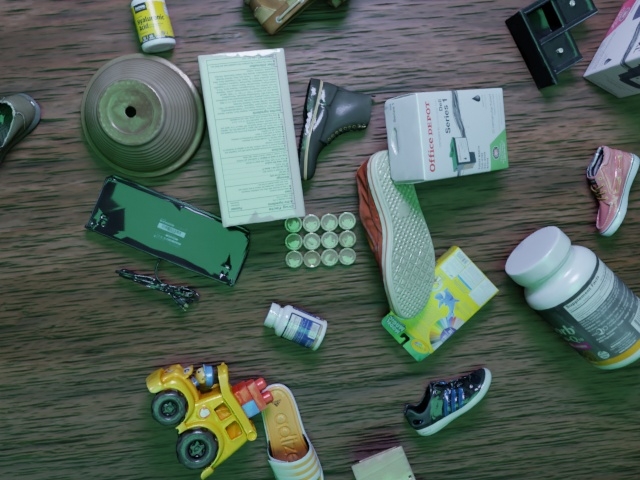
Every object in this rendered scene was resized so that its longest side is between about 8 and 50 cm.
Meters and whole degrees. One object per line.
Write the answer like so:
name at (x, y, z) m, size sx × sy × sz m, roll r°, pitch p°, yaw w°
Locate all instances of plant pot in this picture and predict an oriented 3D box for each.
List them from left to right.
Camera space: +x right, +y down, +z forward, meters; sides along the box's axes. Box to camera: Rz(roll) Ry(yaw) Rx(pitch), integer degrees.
plant pot at (-0.340, -0.236, 1.024) m, size 0.237 × 0.110 × 0.237 m, roll -1°, pitch 98°, yaw -4°

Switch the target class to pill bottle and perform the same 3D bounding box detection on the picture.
pill bottle at (-0.318, -0.419, 1.024) m, size 0.065 × 0.065 × 0.116 m, roll -14°, pitch 97°, yaw -1°
pill bottle at (-0.053, 0.173, 1.112) m, size 0.120 × 0.067 × 0.067 m, roll 24°, pitch 95°, yaw -6°
pill bottle at (0.515, 0.112, 1.089) m, size 0.278 × 0.162 × 0.162 m, roll 42°, pitch 93°, yaw -7°

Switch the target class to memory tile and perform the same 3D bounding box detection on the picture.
memory tile at (0.000, 0.000, 1.118) m, size 0.148 × 0.012 × 0.113 m, roll -3°, pitch 101°, yaw -4°

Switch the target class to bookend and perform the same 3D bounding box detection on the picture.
bookend at (0.475, -0.407, 1.066) m, size 0.156 × 0.072 × 0.157 m, roll -29°, pitch 98°, yaw 0°

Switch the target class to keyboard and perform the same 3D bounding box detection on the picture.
keyboard at (-0.313, 0.015, 1.097) m, size 0.317 × 0.033 × 0.201 m, roll 23°, pitch 89°, yaw -5°

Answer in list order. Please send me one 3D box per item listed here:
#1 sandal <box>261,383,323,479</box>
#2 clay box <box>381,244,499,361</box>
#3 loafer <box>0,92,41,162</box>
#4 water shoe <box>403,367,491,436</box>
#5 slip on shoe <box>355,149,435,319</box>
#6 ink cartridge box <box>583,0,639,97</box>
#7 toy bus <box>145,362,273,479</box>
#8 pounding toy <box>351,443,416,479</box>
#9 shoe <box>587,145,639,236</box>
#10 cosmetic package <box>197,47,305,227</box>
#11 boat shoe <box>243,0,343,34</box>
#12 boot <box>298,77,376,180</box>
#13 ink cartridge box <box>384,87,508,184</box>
sandal at (-0.070, 0.435, 1.139) m, size 0.102 × 0.076 × 0.265 m, roll -18°, pitch 98°, yaw 0°
clay box at (0.241, 0.131, 1.130) m, size 0.222 × 0.053 × 0.127 m, roll -43°, pitch 95°, yaw 4°
loafer at (-0.643, -0.183, 1.024) m, size 0.094 × 0.087 × 0.251 m, roll 42°, pitch 93°, yaw -7°
water shoe at (0.267, 0.326, 1.146) m, size 0.203 × 0.073 × 0.080 m, roll -41°, pitch 95°, yaw 2°
slip on shoe at (0.143, -0.009, 1.076) m, size 0.123 × 0.101 × 0.331 m, roll -15°, pitch 93°, yaw -29°
ink cartridge box at (0.621, -0.372, 0.994) m, size 0.100 × 0.237 × 0.172 m, roll 27°, pitch 95°, yaw -6°
toy bus at (-0.213, 0.321, 1.091) m, size 0.211 × 0.149 × 0.220 m, roll -31°, pitch 95°, yaw -10°
pounding toy at (0.147, 0.492, 1.138) m, size 0.130 × 0.141 × 0.100 m, roll -22°, pitch 70°, yaw 0°
shoe at (0.582, -0.103, 1.117) m, size 0.081 × 0.063 × 0.178 m, roll 18°, pitch 91°, yaw -4°
cosmetic package at (-0.130, -0.190, 1.033) m, size 0.160 × 0.113 × 0.309 m, roll -7°, pitch 98°, yaw -9°
boat shoe at (0.014, -0.496, 1.015) m, size 0.324 × 0.122 × 0.120 m, roll -27°, pitch 103°, yaw 9°
boot at (0.030, -0.207, 1.069) m, size 0.137 × 0.077 × 0.197 m, roll 9°, pitch 98°, yaw -9°
ink cartridge box at (0.240, -0.197, 1.027) m, size 0.219 × 0.093 × 0.160 m, roll -12°, pitch 99°, yaw -30°
